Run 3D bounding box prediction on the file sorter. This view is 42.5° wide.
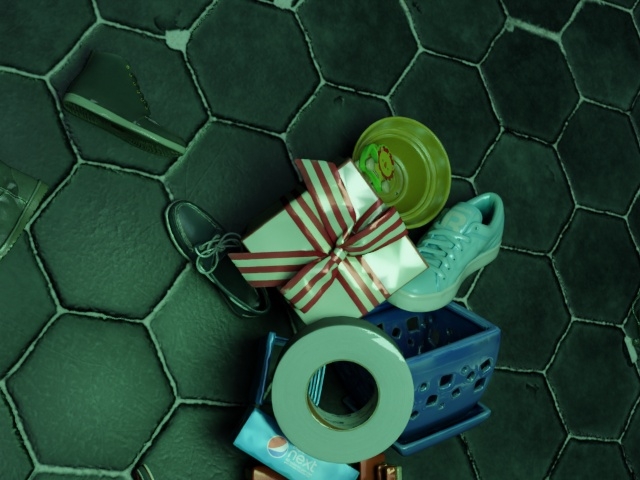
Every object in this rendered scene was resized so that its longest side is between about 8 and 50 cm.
[{"bbox_3d":[-0.058,0.230,1.418,0.104,0.170,0.118,11,79,-7],"label":"file sorter"}]

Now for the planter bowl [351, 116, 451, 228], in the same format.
[{"bbox_3d":[0.141,-0.126,1.610,0.217,0.090,0.217,2,83,-22],"label":"planter bowl"}]

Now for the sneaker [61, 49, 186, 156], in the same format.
[{"bbox_3d":[-0.316,-0.236,1.414,0.222,0.083,0.118,27,73,-19],"label":"sneaker"}]

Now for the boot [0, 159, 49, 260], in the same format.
[{"bbox_3d":[-0.557,-0.076,1.286,0.208,0.076,0.190,34,56,-25],"label":"boot"}]

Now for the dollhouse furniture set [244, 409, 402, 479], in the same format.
[{"bbox_3d":[-0.001,0.431,1.452,0.259,0.135,0.262,2,83,-25],"label":"dollhouse furniture set"}]

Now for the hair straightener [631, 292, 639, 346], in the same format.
[{"bbox_3d":[0.759,0.220,1.884,0.089,0.047,0.231,0,84,-25],"label":"hair straightener"}]

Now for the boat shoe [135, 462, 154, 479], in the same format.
[{"bbox_3d":[-0.290,0.441,1.366,0.043,0.049,0.137,-13,94,-24],"label":"boat shoe"}]

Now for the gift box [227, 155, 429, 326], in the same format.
[{"bbox_3d":[0.000,0.000,1.405,0.255,0.258,0.276,-42,99,3],"label":"gift box"}]

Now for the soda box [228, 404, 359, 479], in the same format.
[{"bbox_3d":[-0.045,0.359,1.369,0.210,0.067,0.071,34,77,-8],"label":"soda box"}]

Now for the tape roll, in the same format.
[{"bbox_3d":[0.033,0.231,1.286,0.219,0.072,0.219,0,97,0],"label":"tape roll"}]

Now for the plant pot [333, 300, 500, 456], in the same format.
[{"bbox_3d":[0.166,0.241,1.495,0.235,0.236,0.212,-17,114,-26],"label":"plant pot"}]

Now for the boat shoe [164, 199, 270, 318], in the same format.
[{"bbox_3d":[-0.178,0.032,1.448,0.095,0.079,0.255,-36,99,-24],"label":"boat shoe"}]

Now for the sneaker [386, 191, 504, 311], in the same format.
[{"bbox_3d":[0.236,0.003,1.562,0.366,0.135,0.150,-34,137,-47],"label":"sneaker"}]

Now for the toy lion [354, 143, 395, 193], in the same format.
[{"bbox_3d":[0.106,-0.140,1.507,0.100,0.034,0.096,50,44,-41],"label":"toy lion"}]
